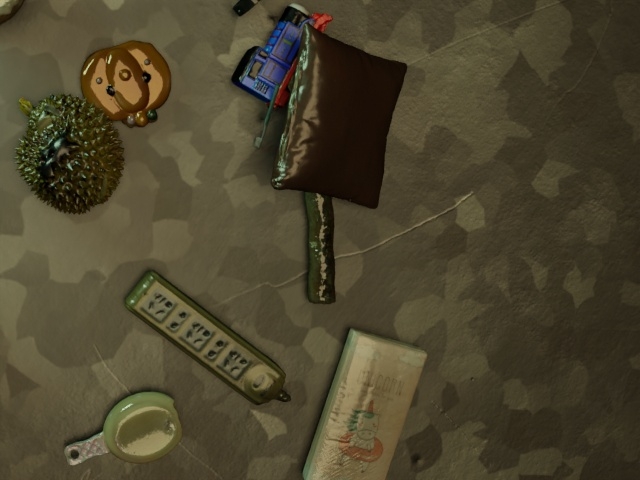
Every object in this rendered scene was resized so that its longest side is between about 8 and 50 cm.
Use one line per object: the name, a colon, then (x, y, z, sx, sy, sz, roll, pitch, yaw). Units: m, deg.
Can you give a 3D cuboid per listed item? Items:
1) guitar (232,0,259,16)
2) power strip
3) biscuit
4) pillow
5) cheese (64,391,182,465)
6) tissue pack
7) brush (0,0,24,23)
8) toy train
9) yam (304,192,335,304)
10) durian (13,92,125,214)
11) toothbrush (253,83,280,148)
guitar: (-0.080, -0.514, 1.913, 0.025, 0.088, 0.233, 46, 75, -16)
power strip: (-0.207, 0.206, 1.958, 0.387, 0.066, 0.092, 39, 88, -16)
biscuit: (-0.359, -0.288, 1.870, 0.170, 0.050, 0.170, -2, 97, -14)
pillow: (0.040, -0.228, 1.910, 0.305, 0.108, 0.308, 8, 94, -49)
cheese: (-0.380, 0.376, 1.932, 0.227, 0.064, 0.137, -19, 99, -11)
tissue pack: (0.091, 0.356, 2.048, 0.170, 0.071, 0.325, 19, 91, -14)
brush: (-0.639, -0.468, 1.720, 0.267, 0.166, 0.174, 10, 93, -13)
toy train: (-0.069, -0.357, 1.923, 0.131, 0.083, 0.204, 29, 88, -14)
yam: (0.000, 0.000, 1.994, 0.061, 0.061, 0.253, -4, 96, -14)
durian: (-0.462, -0.161, 1.804, 0.193, 0.138, 0.237, -44, 104, 6)
toothbrush: (-0.103, -0.236, 1.907, 0.014, 0.011, 0.167, 15, 137, -8)
